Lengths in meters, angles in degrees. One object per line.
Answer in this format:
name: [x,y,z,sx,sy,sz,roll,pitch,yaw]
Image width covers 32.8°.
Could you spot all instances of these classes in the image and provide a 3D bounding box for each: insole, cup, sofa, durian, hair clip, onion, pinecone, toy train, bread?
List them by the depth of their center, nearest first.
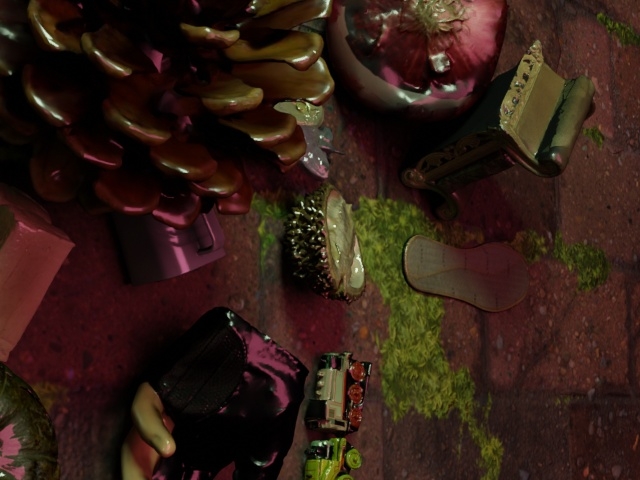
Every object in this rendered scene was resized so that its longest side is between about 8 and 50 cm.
pinecone: [-0.139,-0.217,1.057,0.384,0.384,0.385,11,76,-46]
bread: [-0.326,0.031,1.098,0.077,0.105,0.152,32,93,-41]
cup: [-0.165,-0.021,1.207,0.095,0.128,0.129,-26,100,-46]
hair clip: [-0.047,-0.151,1.399,0.187,0.056,0.146,24,54,-32]
toy train: [0.016,0.263,1.411,0.085,0.053,0.250,22,67,-38]
durian: [0.000,0.000,1.415,0.148,0.091,0.188,57,32,-35]
onion: [0.132,-0.300,1.554,0.272,0.195,0.272,-1,98,-10]
sofa: [0.276,-0.139,1.620,0.182,0.258,0.200,43,52,-18]
insole: [0.240,0.051,1.727,0.348,0.009,0.119,11,76,-46]

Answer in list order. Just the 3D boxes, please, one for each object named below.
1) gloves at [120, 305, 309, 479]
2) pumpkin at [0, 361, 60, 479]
gloves: [-0.128,0.228,1.188,0.197,0.152,0.301,36,62,-13]
pumpkin: [-0.338,0.206,0.951,0.238,0.159,0.238,11,73,-41]
